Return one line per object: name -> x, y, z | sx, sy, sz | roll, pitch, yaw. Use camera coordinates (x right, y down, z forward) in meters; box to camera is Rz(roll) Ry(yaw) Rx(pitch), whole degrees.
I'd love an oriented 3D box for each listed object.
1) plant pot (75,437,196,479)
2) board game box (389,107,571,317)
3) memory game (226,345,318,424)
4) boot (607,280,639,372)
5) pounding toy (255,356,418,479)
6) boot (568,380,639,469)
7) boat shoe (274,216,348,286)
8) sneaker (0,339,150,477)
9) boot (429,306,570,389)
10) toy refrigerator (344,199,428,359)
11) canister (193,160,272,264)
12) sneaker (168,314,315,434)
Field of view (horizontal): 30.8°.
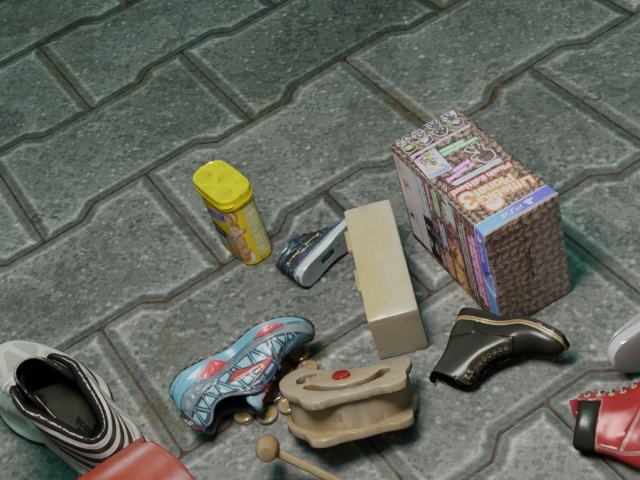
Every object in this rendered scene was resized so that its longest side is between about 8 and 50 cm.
plant pot -> -0.297, 0.439, 1.653 | 0.272, 0.272, 0.265 | 28, 53, 38
board game box -> 0.265, -0.039, 1.934 | 0.141, 0.232, 0.291 | -29, 45, -11
memory game -> -0.093, 0.232, 1.949 | 0.186, 0.012, 0.186 | -10, 44, 10
boot -> 0.529, 0.109, 1.808 | 0.258, 0.095, 0.123 | -23, 37, -15
pounding toy -> 0.026, 0.284, 1.815 | 0.269, 0.155, 0.154 | -13, 15, -6
boot -> 0.468, 0.218, 1.715 | 0.176, 0.088, 0.244 | 13, 56, 32
boat shoe -> 0.000, 0.000, 2.108 | 0.183, 0.065, 0.083 | -42, 49, -21
sneaker -> -0.439, 0.230, 1.895 | 0.169, 0.257, 0.447 | -42, 47, -22
boot -> 0.280, 0.188, 1.828 | 0.198, 0.077, 0.137 | 5, 52, 41
toy refrigerator -> 0.106, 0.063, 1.982 | 0.094, 0.102, 0.270 | -15, 44, 5
canister -> -0.159, -0.049, 2.136 | 0.073, 0.170, 0.126 | -36, 46, -17
sneaker -> -0.109, 0.227, 1.901 | 0.262, 0.104, 0.125 | -32, 62, -7
